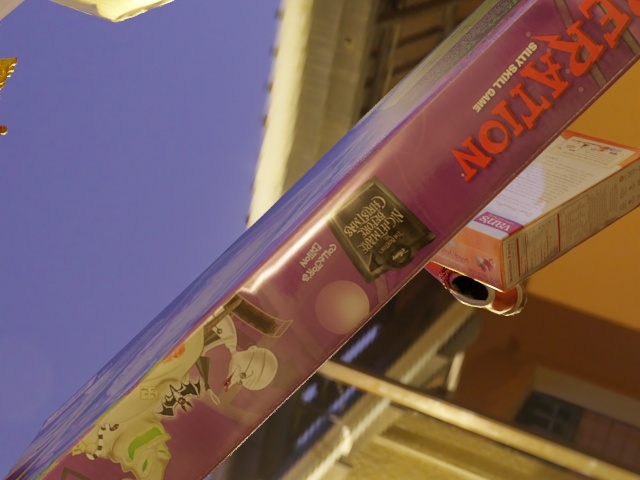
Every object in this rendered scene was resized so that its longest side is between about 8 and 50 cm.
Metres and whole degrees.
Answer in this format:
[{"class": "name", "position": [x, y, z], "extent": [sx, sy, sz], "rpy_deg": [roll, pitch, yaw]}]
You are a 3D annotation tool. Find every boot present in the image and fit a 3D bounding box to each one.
[{"class": "boot", "position": [0.163, 0.035, 1.279], "extent": [0.084, 0.158, 0.059], "rpy_deg": [5, -68, -51]}]

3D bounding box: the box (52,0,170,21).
[{"class": "box", "position": [-0.232, -0.424, 1.218], "extent": [0.121, 0.148, 0.311], "rpy_deg": [11, -103, -47]}]

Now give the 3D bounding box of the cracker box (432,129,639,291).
[{"class": "cracker box", "position": [0.213, -0.043, 1.143], "extent": [0.232, 0.156, 0.067], "rpy_deg": [-27, -56, -30]}]

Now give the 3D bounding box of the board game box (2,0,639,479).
[{"class": "board game box", "position": [0.000, 0.000, 0.465], "extent": [0.347, 0.056, 0.208], "rpy_deg": [-44, 2, 1]}]

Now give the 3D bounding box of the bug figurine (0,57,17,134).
[{"class": "bug figurine", "position": [-0.431, -0.150, 1.074], "extent": [0.279, 0.072, 0.216], "rpy_deg": [-11, -13, -27]}]

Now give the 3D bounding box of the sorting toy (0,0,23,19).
[{"class": "sorting toy", "position": [-0.172, -0.142, 0.468], "extent": [0.257, 0.089, 0.255], "rpy_deg": [-46, 15, -17]}]
